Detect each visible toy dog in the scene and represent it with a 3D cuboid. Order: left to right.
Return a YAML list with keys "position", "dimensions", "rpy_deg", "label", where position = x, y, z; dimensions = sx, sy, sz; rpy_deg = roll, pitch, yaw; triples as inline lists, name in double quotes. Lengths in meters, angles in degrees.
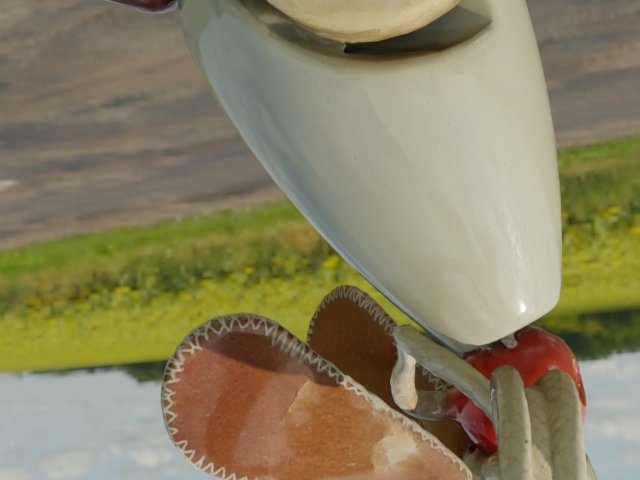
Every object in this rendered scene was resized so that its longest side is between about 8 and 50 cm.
- position: [0.000, 0.000, 0.466]
  dimensions: [0.161, 0.333, 0.220]
  rpy_deg: [-9, 163, 12]
  label: "toy dog"
